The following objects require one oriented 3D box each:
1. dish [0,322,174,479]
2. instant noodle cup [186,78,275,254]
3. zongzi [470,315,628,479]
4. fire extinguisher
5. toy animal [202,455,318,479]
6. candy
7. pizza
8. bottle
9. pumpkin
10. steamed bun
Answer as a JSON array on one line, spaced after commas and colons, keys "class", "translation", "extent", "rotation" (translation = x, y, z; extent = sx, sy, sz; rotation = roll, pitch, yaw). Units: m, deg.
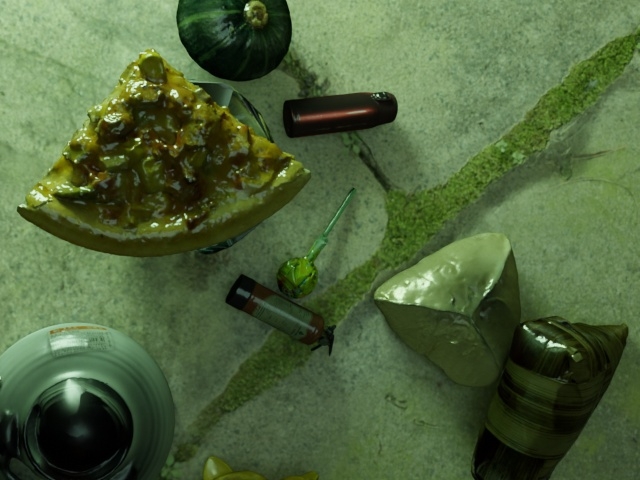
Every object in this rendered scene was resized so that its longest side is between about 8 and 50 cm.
[{"class": "dish", "translation": [-0.322, 0.250, 1.408], "extent": [0.274, 0.134, 0.273], "rotation": [0, 90, -15]}, {"class": "instant noodle cup", "translation": [-0.186, -0.092, 1.424], "extent": [0.240, 0.178, 0.240], "rotation": [0, 89, -16]}, {"class": "zongzi", "translation": [0.359, 0.246, 1.618], "extent": [0.288, 0.134, 0.285], "rotation": [-5, 121, -53]}, {"class": "fire extinguisher", "translation": [-0.049, 0.111, 1.529], "extent": [0.177, 0.050, 0.062], "rotation": [30, 123, -13]}, {"class": "toy animal", "translation": [-0.064, 0.387, 1.483], "extent": [0.230, 0.156, 0.156], "rotation": [9, 87, -5]}, {"class": "candy", "translation": [0.000, 0.000, 1.550], "extent": [0.193, 0.058, 0.062], "rotation": [-58, 144, -17]}, {"class": "pizza", "translation": [-0.183, -0.062, 1.294], "extent": [0.268, 0.087, 0.257], "rotation": [37, 84, -14]}, {"class": "bottle", "translation": [0.031, -0.186, 1.549], "extent": [0.164, 0.060, 0.060], "rotation": [-8, 92, -16]}, {"class": "pumpkin", "translation": [-0.119, -0.302, 1.473], "extent": [0.167, 0.125, 0.167], "rotation": [-9, 106, -36]}, {"class": "steamed bun", "translation": [0.223, 0.112, 1.577], "extent": [0.231, 0.110, 0.212], "rotation": [-30, 98, -11]}]
